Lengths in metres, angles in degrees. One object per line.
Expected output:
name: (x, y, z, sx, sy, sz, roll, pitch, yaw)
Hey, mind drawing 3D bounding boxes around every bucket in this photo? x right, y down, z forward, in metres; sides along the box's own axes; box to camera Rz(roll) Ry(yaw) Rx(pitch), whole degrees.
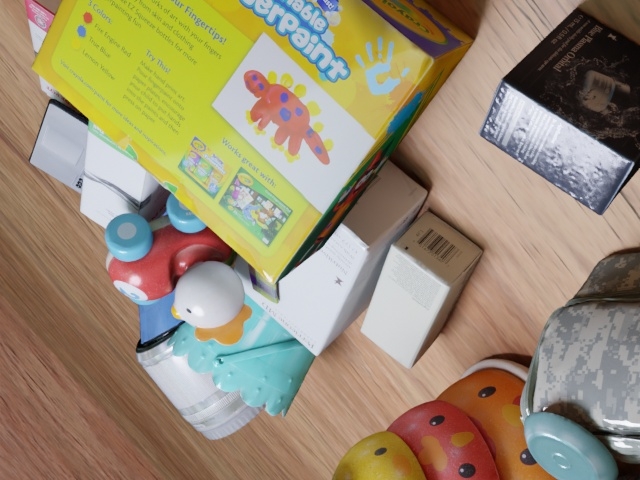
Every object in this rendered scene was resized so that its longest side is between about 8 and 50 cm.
bucket: (-0.128, 0.182, 1.789, 0.281, 0.183, 0.281, 32, 180, 0)

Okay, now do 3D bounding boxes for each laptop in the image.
laptop: (-0.425, -0.017, 1.864, 0.408, 0.236, 0.382, 32, 157, -13)

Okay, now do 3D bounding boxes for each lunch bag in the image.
lunch bag: (0.406, 0.153, 1.100, 0.305, 0.256, 0.212, -8, 121, 54)

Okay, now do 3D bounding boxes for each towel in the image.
towel: (-0.092, 0.066, 1.563, 0.060, 0.009, 0.083, 32, 148, 26)

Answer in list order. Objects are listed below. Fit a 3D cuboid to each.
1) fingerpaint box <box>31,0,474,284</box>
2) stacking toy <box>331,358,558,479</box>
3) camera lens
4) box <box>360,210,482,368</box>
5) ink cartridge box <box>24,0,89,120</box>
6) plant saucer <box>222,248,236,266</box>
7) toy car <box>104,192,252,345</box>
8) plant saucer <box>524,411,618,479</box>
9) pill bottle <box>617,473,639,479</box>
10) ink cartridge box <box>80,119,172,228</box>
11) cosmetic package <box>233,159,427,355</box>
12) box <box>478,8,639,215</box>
fingerpaint box: (-0.098, -0.236, 1.218, 0.445, 0.163, 0.371, 41, 121, 9)
stacking toy: (0.138, 0.391, 1.436, 0.350, 0.480, 0.350, 31, 126, 56)
camera lens: (-0.255, 0.272, 2.116, 0.274, 0.219, 0.219, 54, 149, -14)
box: (0.152, 0.083, 1.499, 0.113, 0.094, 0.275, 38, 150, 14)
ink cartridge box: (-0.421, -0.331, 1.711, 0.172, 0.100, 0.237, 35, 149, 17)
plant saucer: (-0.248, -0.047, 1.904, 0.241, 0.037, 0.241, 32, 148, 23)
toy car: (-0.214, 0.076, 1.557, 0.238, 0.210, 0.219, 58, 165, 23)
plant saucer: (0.280, 0.246, 1.096, 0.119, 0.021, 0.119, 32, 149, 22)
pill bottle: (0.476, 0.425, 1.469, 0.130, 0.130, 0.245, 49, 150, -5)
ink cartridge box: (-0.279, -0.161, 1.562, 0.121, 0.211, 0.289, 32, 143, 5)
cosmetic package: (0.000, 0.000, 1.526, 0.217, 0.156, 0.385, 40, 149, 13)
box: (0.281, -0.138, 1.005, 0.158, 0.156, 0.093, 37, 148, 16)
